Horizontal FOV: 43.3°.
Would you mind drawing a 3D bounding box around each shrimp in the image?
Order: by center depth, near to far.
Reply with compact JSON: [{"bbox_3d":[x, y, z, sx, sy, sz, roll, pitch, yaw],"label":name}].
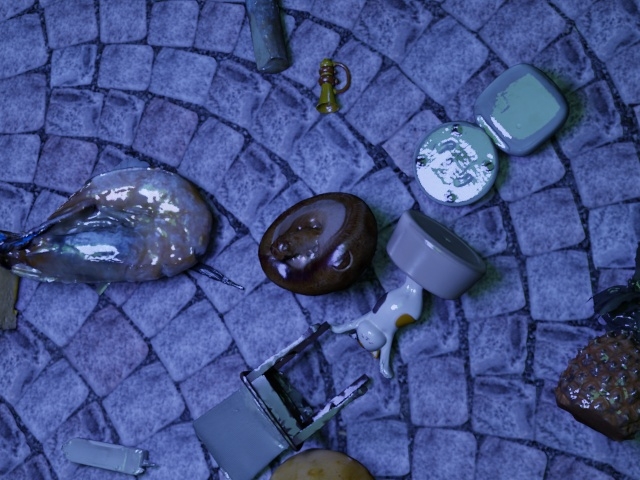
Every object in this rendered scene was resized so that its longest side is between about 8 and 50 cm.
[{"bbox_3d":[-0.422,-0.022,1.482,0.445,0.110,0.221,-7,80,-8],"label":"shrimp"}]

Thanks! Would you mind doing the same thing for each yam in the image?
[{"bbox_3d":[-0.107,-0.416,1.588,0.068,0.068,0.170,-11,76,8],"label":"yam"}]

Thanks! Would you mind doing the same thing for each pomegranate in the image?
[{"bbox_3d":[0.008,0.458,1.318,0.233,0.233,0.233,-2,79,10],"label":"pomegranate"}]

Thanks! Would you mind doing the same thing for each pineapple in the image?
[{"bbox_3d":[0.516,0.142,1.330,0.165,0.165,0.365,26,76,14],"label":"pineapple"}]

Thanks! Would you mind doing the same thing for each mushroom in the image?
[{"bbox_3d":[0.006,0.012,1.433,0.231,0.138,0.194,4,37,42],"label":"mushroom"}]

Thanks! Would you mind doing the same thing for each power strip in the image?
[{"bbox_3d":[-0.390,0.400,1.495,0.191,0.030,0.048,7,79,12],"label":"power strip"}]

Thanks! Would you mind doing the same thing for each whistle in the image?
[{"bbox_3d":[0.023,-0.304,1.554,0.057,0.046,0.109,-3,72,25],"label":"whistle"}]

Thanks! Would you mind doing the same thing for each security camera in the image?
[{"bbox_3d":[0.304,-0.185,1.463,0.301,0.080,0.157,-41,77,11],"label":"security camera"}]

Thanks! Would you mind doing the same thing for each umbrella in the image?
[{"bbox_3d":[-0.266,0.039,1.549,0.268,0.044,0.044,26,59,5],"label":"umbrella"}]

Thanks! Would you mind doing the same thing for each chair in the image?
[{"bbox_3d":[-0.082,0.288,1.378,0.319,0.186,0.160,-38,84,2],"label":"chair"}]

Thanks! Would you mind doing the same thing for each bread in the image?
[{"bbox_3d":[-0.662,0.077,1.559,0.169,0.140,0.160,15,88,14],"label":"bread"}]

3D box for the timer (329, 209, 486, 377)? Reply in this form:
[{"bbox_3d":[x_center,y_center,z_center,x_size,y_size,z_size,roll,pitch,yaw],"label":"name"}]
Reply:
[{"bbox_3d":[0.144,0.100,1.415,0.175,0.175,0.266,39,106,15],"label":"timer"}]

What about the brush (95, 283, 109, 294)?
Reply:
[{"bbox_3d":[-0.410,0.071,1.575,0.016,0.013,0.084,41,90,13],"label":"brush"}]

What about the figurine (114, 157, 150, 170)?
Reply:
[{"bbox_3d":[-0.362,-0.110,1.577,0.094,0.082,0.086,20,66,3],"label":"figurine"}]
